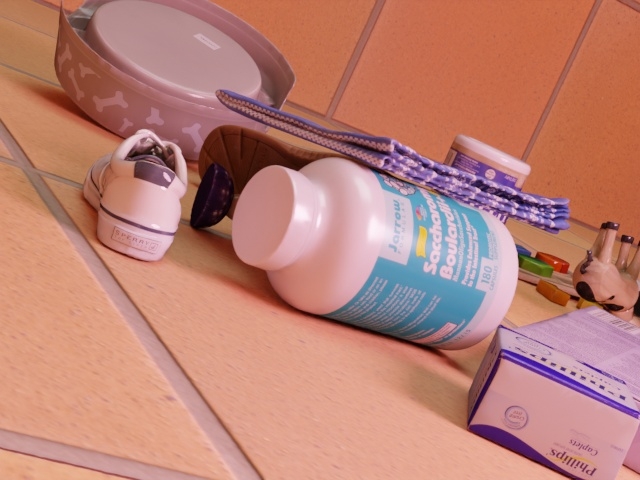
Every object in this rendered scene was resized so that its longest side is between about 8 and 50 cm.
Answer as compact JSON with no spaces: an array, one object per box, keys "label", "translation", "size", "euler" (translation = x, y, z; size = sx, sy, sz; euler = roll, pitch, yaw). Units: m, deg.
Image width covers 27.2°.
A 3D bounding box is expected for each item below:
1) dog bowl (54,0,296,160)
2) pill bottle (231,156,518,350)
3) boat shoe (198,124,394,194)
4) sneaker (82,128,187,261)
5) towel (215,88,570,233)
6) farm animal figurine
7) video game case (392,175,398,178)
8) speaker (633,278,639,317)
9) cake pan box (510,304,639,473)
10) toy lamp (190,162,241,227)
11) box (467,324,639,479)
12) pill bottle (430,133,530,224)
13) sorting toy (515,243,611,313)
[{"label":"dog bowl","translation":[-0.210,-0.238,1.844],"size":[0.349,0.102,0.348],"euler":[22,30,-13]},{"label":"pill bottle","translation":[0.049,0.010,1.237],"size":[0.264,0.146,0.146],"euler":[17,11,-37]},{"label":"boat shoe","translation":[0.016,-0.048,1.603],"size":[0.342,0.123,0.123],"euler":[22,8,26]},{"label":"sneaker","translation":[-0.161,-0.055,1.227],"size":[0.094,0.091,0.258],"euler":[22,9,-19]},{"label":"towel","translation":[0.085,-0.085,1.361],"size":[0.243,0.040,0.336],"euler":[23,5,41]},{"label":"farm animal figurine","translation":[0.527,0.116,1.903],"size":[0.330,0.172,0.327],"euler":[19,-5,16]},{"label":"video game case","translation":[0.118,-0.007,1.421],"size":[0.157,0.019,0.143],"euler":[31,-17,-6]},{"label":"speaker","translation":[0.578,0.101,2.424],"size":[0.055,0.055,0.136],"euler":[24,9,-6]},{"label":"cake pan box","translation":[0.318,0.152,1.283],"size":[0.267,0.070,0.246],"euler":[28,15,25]},{"label":"toy lamp","translation":[0.000,0.000,1.403],"size":[0.275,0.080,0.080],"euler":[20,10,-15]},{"label":"box","translation":[0.193,0.137,1.110],"size":[0.126,0.072,0.137],"euler":[24,9,3]},{"label":"pill bottle","translation":[0.195,-0.038,1.781],"size":[0.112,0.186,0.112],"euler":[24,9,-4]},{"label":"sorting toy","translation":[0.390,0.059,2.210],"size":[0.229,0.041,0.307],"euler":[21,9,-20]}]
